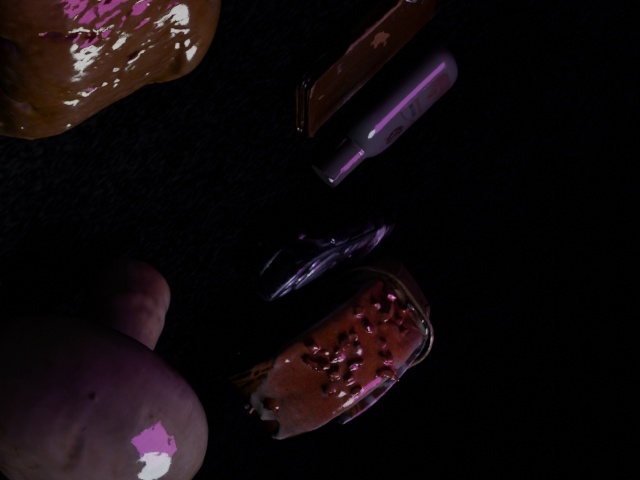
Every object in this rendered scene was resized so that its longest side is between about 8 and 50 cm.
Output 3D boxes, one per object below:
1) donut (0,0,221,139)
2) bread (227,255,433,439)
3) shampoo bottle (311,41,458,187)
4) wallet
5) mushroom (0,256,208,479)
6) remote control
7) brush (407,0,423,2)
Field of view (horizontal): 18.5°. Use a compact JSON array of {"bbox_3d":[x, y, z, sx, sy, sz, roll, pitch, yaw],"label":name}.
[{"bbox_3d":[-0.145,-0.159,0.920,0.128,0.208,0.261,-38,158,-22],"label":"donut"},{"bbox_3d":[0.002,0.108,2.032,0.224,0.142,0.212,-29,-172,31],"label":"bread"},{"bbox_3d":[0.061,-0.116,1.851,0.165,0.040,0.080,-44,166,-8],"label":"shampoo bottle"},{"bbox_3d":[0.042,-0.169,1.691,0.176,0.026,0.095,-44,164,-19],"label":"wallet"},{"bbox_3d":[-0.177,0.130,1.587,0.209,0.206,0.206,-35,162,-53],"label":"mushroom"},{"bbox_3d":[0.000,0.000,1.973,0.090,0.066,0.266,-36,173,23],"label":"remote control"},{"bbox_3d":[0.092,-0.237,1.643,0.016,0.013,0.084,-5,122,-49],"label":"brush"}]
